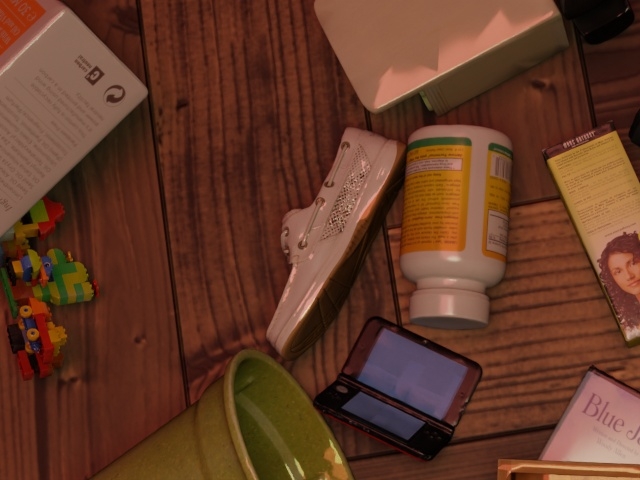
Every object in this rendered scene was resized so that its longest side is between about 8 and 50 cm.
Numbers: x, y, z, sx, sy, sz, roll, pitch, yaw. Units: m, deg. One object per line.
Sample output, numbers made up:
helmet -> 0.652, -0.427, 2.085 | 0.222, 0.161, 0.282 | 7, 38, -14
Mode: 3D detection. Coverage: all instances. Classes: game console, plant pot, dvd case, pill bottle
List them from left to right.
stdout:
plant pot -> -0.122, 0.292, 1.879 | 0.254, 0.276, 0.276 | -29, 74, 15
game console -> 0.084, 0.159, 1.945 | 0.144, 0.124, 0.085 | 24, 110, 15
pill bottle -> 0.146, -0.012, 1.951 | 0.117, 0.117, 0.208 | 2, 78, 11
dvd case -> 0.305, 0.284, 1.907 | 0.180, 0.022, 0.253 | 29, 84, 15

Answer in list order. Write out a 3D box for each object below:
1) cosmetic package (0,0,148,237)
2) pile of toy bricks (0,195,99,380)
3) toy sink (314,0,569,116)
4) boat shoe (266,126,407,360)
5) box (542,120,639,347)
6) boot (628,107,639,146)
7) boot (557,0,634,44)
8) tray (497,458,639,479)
cosmetic package -> -0.439, -0.101, 2.011 | 0.453, 0.161, 0.230 | -45, 42, -1
pile of toy bricks -> -0.304, 0.053, 2.040 | 0.105, 0.118, 0.212 | -9, 57, -20
toy sink -> 0.135, -0.238, 1.993 | 0.234, 0.131, 0.153 | -29, 74, 5
boat shoe -> 0.000, 0.000, 1.990 | 0.096, 0.098, 0.277 | 25, 74, 15
box -> 0.324, -0.007, 1.948 | 0.087, 0.058, 0.232 | -24, 74, 4
boot -> 0.412, -0.058, 1.921 | 0.207, 0.094, 0.246 | 35, 79, 12
boot -> 0.246, -0.371, 1.935 | 0.096, 0.264, 0.280 | -30, 76, 12
tray -> 0.279, 0.433, 1.834 | 0.203, 0.076, 0.411 | 1, 85, 12
